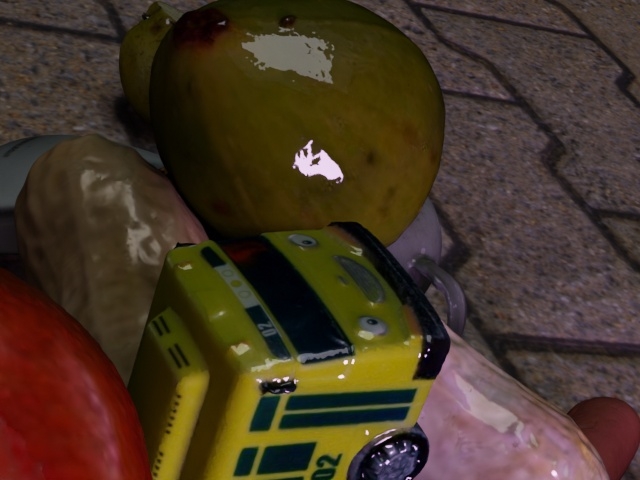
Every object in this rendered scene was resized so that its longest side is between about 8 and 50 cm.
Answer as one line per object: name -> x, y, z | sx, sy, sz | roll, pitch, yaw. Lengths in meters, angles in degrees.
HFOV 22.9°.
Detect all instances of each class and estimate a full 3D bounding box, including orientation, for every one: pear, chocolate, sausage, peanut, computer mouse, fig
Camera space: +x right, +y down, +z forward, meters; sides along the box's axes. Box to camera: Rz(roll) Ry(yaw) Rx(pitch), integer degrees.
pear -> -0.130, -0.152, 1.488 | 0.141, 0.104, 0.141 | 37, 9, -7
chocolate -> 0.076, 0.123, 1.057 | 0.309, 0.134, 0.134 | 43, 29, -1
sausage -> 0.195, 0.165, 1.181 | 0.062, 0.062, 0.154 | 29, 28, 15
peanut -> -0.126, 0.053, 1.054 | 0.130, 0.130, 0.290 | 4, 49, -30
computer mouse -> -0.194, -0.049, 1.240 | 0.128, 0.079, 0.231 | 3, 15, 27
fig -> -0.021, -0.092, 1.104 | 0.203, 0.203, 0.225 | 44, -4, 36

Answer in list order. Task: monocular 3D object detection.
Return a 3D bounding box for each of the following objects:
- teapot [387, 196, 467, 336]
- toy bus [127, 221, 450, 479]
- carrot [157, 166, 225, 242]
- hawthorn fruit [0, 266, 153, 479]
teapot -> 0.000, 0.000, 1.279 | 0.294, 0.129, 0.193 | 39, 34, 27
toy bus -> -0.041, 0.126, 0.875 | 0.150, 0.262, 0.128 | -1, 34, -31
carrot -> -0.070, 0.044, 1.164 | 0.069, 0.069, 0.228 | -9, 57, -44
hawthorn fruit -> -0.206, 0.136, 0.740 | 0.311, 0.295, 0.295 | 36, 31, 21
